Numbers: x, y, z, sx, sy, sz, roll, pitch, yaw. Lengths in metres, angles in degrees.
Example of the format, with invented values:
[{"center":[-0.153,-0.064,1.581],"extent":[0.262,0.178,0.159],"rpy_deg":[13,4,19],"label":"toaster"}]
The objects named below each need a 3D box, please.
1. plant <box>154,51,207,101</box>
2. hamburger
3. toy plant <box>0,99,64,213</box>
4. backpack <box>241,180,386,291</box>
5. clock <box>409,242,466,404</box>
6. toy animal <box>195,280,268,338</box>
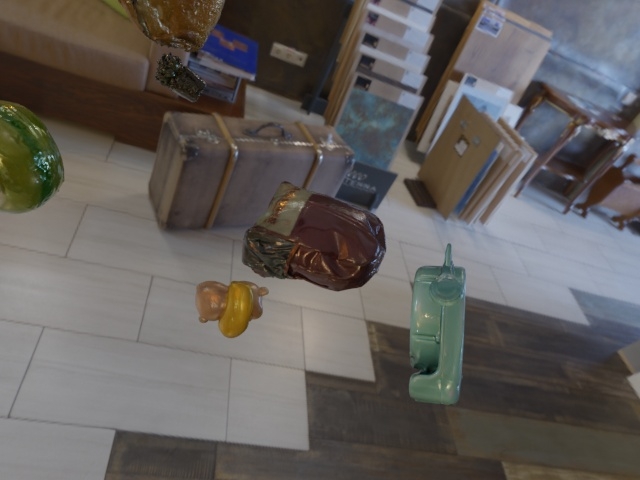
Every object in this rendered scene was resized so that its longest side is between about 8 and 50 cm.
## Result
[{"center":[-0.388,-0.446,1.365],"extent":[0.143,0.092,0.094],"rpy_deg":[33,6,-24],"label":"plant"},{"center":[-0.320,-0.543,1.060],"extent":[0.244,0.245,0.163],"rpy_deg":[-18,47,-44],"label":"hamburger"},{"center":[-0.568,-0.086,0.738],"extent":[0.184,0.224,0.316],"rpy_deg":[29,43,13],"label":"toy plant"},{"center":[0.000,0.000,1.202],"extent":[0.317,0.197,0.283],"rpy_deg":[18,43,6],"label":"backpack"},{"center":[0.214,0.148,0.902],"extent":[0.094,0.223,0.274],"rpy_deg":[1,78,15],"label":"clock"},{"center":[-0.139,0.103,0.794],"extent":[0.114,0.092,0.082],"rpy_deg":[-4,8,24],"label":"toy animal"}]
